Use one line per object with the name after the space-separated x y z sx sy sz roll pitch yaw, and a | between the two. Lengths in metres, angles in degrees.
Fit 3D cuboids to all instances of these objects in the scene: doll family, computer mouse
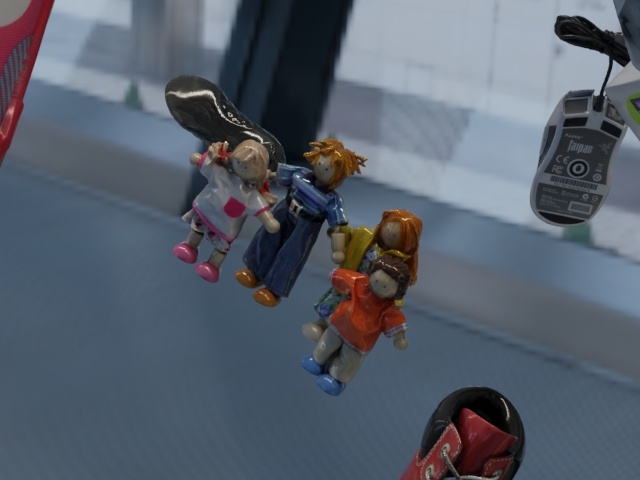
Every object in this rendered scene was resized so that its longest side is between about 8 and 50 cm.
0.000 0.000 1.463 0.263 0.163 0.118 40 27 17 | doll family
0.226 -0.100 1.393 0.106 0.193 0.042 12 32 -7 | computer mouse

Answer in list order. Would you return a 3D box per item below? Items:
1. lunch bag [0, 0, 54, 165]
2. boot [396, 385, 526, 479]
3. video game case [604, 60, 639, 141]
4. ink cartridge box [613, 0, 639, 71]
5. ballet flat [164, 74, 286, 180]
-0.249 -0.050 0.688 0.258 0.293 0.120 -8 -35 38 | lunch bag
0.054 0.198 0.980 0.088 0.176 0.244 28 39 0 | boot
0.352 -0.181 1.080 0.269 0.061 0.244 -46 16 -22 | video game case
0.233 -0.069 0.823 0.045 0.224 0.223 -39 52 -2 | ink cartridge box
-0.100 -0.112 1.635 0.057 0.049 0.173 -41 57 -11 | ballet flat
